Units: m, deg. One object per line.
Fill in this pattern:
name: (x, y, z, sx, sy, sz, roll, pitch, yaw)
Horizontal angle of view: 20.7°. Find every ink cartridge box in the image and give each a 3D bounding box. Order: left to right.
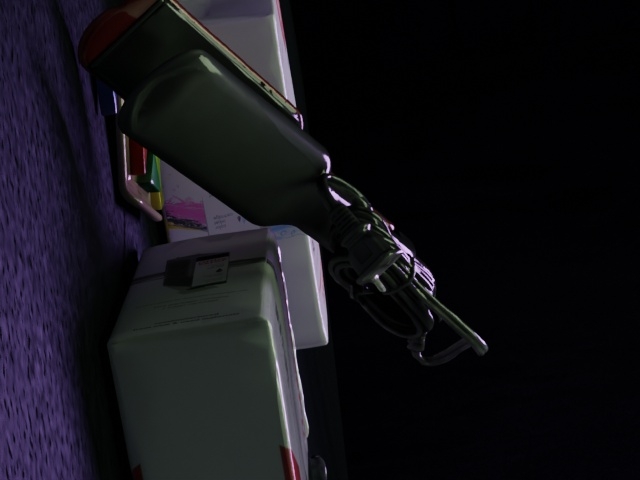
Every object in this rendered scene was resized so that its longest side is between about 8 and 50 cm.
ink cartridge box: (-0.037, 0.060, 0.642, 0.135, 0.056, 0.099, -94, 175, -78)
ink cartridge box: (-0.038, -0.021, 0.826, 0.115, 0.067, 0.198, -95, 177, -68)

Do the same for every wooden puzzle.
wooden puzzle: (-0.072, -0.046, 0.693, 0.116, 0.014, 0.079, -40, 122, -88)

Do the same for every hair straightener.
hair straightener: (0.000, 0.000, 0.651, 0.230, 0.047, 0.089, 47, 7, -46)

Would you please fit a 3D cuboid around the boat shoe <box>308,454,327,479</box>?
boat shoe: (-0.010, 0.191, 1.267, 0.142, 0.040, 0.049, 78, 4, -65)
